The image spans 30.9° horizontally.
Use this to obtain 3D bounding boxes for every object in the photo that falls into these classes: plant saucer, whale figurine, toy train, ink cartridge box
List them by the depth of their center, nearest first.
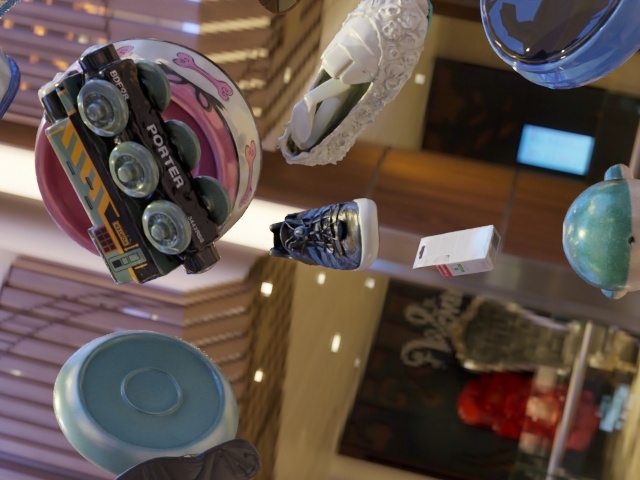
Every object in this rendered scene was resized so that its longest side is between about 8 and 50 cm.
[{"bbox_3d":[-0.259,-0.094,1.563,0.142,0.190,0.334,-40,-74,-52],"label":"toy train"},{"bbox_3d":[0.190,0.018,1.615,0.029,0.115,0.063,53,-139,-34],"label":"ink cartridge box"},{"bbox_3d":[0.449,-0.014,1.841,0.272,0.141,0.216,-67,-22,-82],"label":"whale figurine"},{"bbox_3d":[-0.288,0.264,1.954,0.317,0.317,0.044,-66,-2,-50],"label":"plant saucer"}]

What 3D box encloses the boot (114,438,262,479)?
[{"bbox_3d":[-0.217,0.370,1.673,0.178,0.236,0.085,-47,62,49],"label":"boot"}]

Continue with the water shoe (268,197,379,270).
[{"bbox_3d":[0.000,0.000,1.223,0.203,0.080,0.073,159,108,-70],"label":"water shoe"}]

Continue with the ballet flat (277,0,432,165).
[{"bbox_3d":[0.044,-0.254,1.886,0.409,0.147,0.147,-58,7,45],"label":"ballet flat"}]

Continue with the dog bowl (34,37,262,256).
[{"bbox_3d":[-0.313,-0.137,2.009,0.150,0.408,0.408,-71,-10,-68],"label":"dog bowl"}]

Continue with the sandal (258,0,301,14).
[{"bbox_3d":[-0.071,-0.345,1.314,0.180,0.072,0.049,58,-166,-17],"label":"sandal"}]

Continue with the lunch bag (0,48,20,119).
[{"bbox_3d":[-0.532,-0.177,1.441,0.115,0.303,0.243,35,-98,-55],"label":"lunch bag"}]

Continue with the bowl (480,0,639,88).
[{"bbox_3d":[0.398,-0.437,1.822,0.391,0.077,0.391,-25,60,52],"label":"bowl"}]

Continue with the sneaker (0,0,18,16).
[{"bbox_3d":[-0.547,-0.413,1.919,0.147,0.330,0.130,-39,-79,-48],"label":"sneaker"}]
